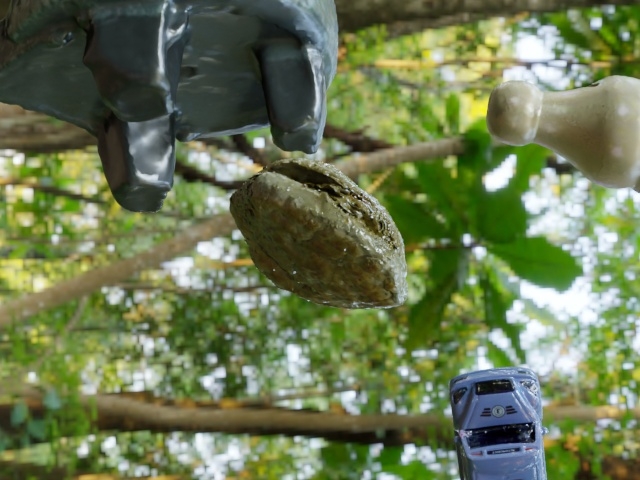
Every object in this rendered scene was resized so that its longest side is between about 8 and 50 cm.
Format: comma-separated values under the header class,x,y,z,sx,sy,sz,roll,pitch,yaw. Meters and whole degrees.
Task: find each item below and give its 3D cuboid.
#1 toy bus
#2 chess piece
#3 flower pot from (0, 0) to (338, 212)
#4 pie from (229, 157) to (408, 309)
class,x,y,z,sx,sy,sz,roll,pitch,yaw
toy bus,0.248,0.321,1.684,0.133,0.126,0.292,-86,168,-69
chess piece,0.284,-0.076,0.992,0.124,0.307,0.138,96,7,-47
flower pot,-0.136,-0.191,1.038,0.299,0.299,0.282,135,-46,-62
pie,0.000,0.000,1.162,0.193,0.079,0.163,29,-39,19
